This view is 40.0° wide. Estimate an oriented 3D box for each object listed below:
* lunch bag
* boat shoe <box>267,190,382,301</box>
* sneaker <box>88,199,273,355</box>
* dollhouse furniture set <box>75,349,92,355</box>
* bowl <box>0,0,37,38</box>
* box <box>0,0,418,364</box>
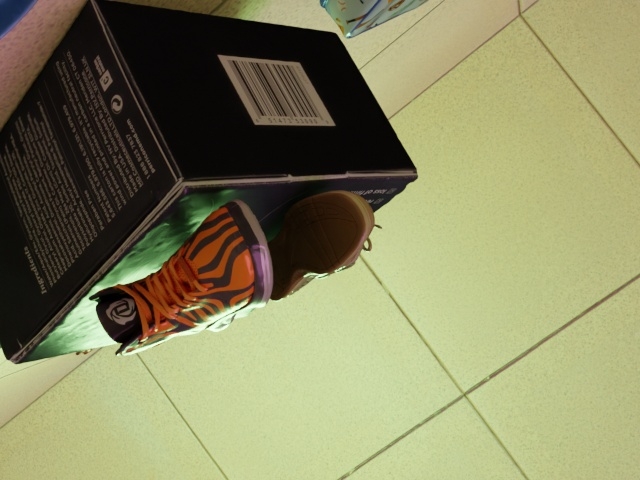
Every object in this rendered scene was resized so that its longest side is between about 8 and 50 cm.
[{"bbox_3d":[0.139,-0.479,1.570,0.303,0.115,0.243,-33,177,-44],"label":"lunch bag"},{"bbox_3d":[0.000,0.000,1.207,0.089,0.104,0.285,-21,173,-33],"label":"boat shoe"},{"bbox_3d":[-0.177,0.067,1.076,0.180,0.124,0.321,-19,162,-28],"label":"sneaker"},{"bbox_3d":[-0.553,0.132,1.967,0.152,0.201,0.374,-36,176,-8],"label":"dollhouse furniture set"},{"bbox_3d":[-0.368,-0.217,0.666,0.391,0.077,0.391,-36,176,-3],"label":"bowl"},{"bbox_3d":[-0.205,-0.076,1.322,0.480,0.297,0.472,-7,153,-49],"label":"box"}]
